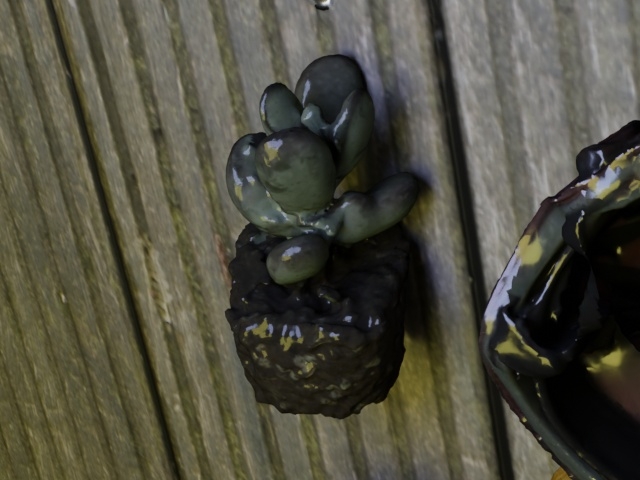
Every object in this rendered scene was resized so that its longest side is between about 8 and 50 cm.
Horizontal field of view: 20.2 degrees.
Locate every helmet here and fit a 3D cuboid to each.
[{"bbox_3d":[0.259,0.034,1.004,0.271,0.197,0.338,44,141,8],"label":"helmet"}]

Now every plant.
[{"bbox_3d":[0.000,0.002,1.361,0.149,0.146,0.275,0,125,2],"label":"plant"}]

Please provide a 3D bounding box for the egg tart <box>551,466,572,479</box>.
[{"bbox_3d":[0.244,0.225,1.287,0.191,0.074,0.191,33,139,35],"label":"egg tart"}]
